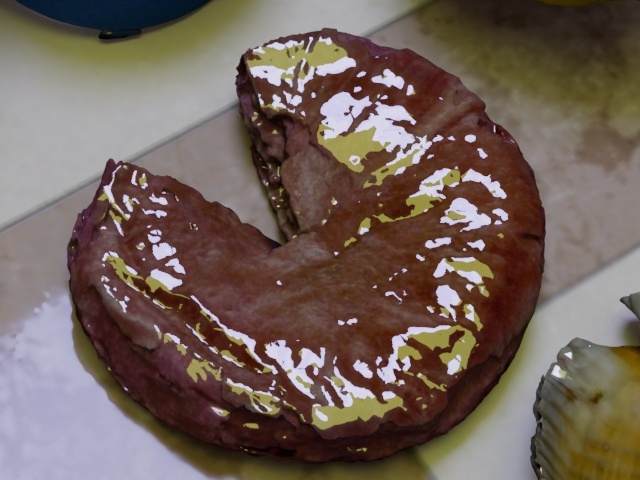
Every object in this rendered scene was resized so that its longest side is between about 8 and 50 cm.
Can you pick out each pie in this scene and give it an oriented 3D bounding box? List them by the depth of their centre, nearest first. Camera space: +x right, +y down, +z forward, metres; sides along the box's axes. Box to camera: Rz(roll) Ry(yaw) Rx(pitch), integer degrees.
[{"bbox_3d":[0.000,0.000,0.899,0.204,0.054,0.218,29,63,10],"label":"pie"}]

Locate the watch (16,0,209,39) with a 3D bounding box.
[{"bbox_3d":[-0.115,-0.191,0.942,0.200,0.171,0.196,5,73,-16],"label":"watch"}]

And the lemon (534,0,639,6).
[{"bbox_3d":[0.121,-0.212,0.949,0.192,0.192,0.231,-7,61,-9],"label":"lemon"}]

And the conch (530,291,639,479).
[{"bbox_3d":[0.183,0.092,0.818,0.178,0.163,0.245,-6,31,-27],"label":"conch"}]
